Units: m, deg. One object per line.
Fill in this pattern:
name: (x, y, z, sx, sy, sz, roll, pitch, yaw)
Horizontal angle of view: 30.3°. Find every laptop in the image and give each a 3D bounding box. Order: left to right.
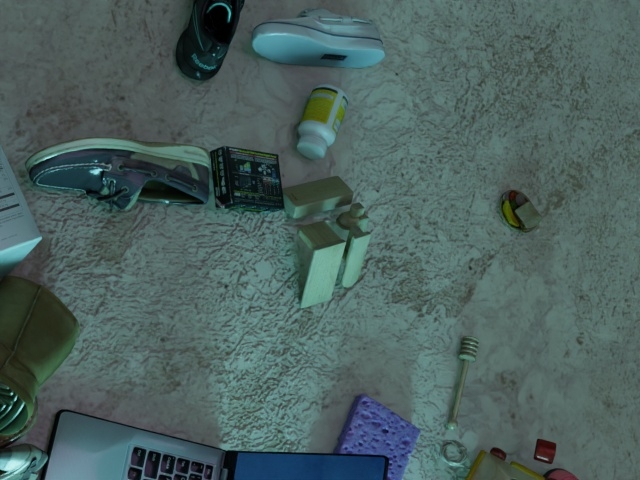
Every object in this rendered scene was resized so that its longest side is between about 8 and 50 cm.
laptop: (-0.164, 0.436, 1.548, 0.408, 0.236, 0.381, 19, 65, -22)

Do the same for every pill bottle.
pill bottle: (0.001, -0.194, 1.946, 0.065, 0.065, 0.116, 29, 62, -18)

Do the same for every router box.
router box: (-0.114, -0.094, 1.843, 0.122, 0.038, 0.092, 6, 74, -48)

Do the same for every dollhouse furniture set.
dollhouse furniture set: (0.000, 0.000, 1.905, 0.144, 0.123, 0.151, -15, 47, -32)

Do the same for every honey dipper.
honey dipper: (0.235, 0.237, 1.955, 0.031, 0.030, 0.160, 23, 66, -21)

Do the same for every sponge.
sponge: (0.069, 0.356, 1.823, 0.117, 0.031, 0.210, 34, 61, -15)

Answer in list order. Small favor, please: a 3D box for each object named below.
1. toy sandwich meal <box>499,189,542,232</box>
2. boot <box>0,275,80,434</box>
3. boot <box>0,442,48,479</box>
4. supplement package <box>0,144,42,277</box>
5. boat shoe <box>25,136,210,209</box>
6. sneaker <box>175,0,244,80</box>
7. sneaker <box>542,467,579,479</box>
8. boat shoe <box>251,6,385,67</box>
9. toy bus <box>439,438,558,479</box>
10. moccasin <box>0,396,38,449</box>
toy sandwich meal: (0.358, -0.054, 2.117, 0.086, 0.029, 0.085, 9, 70, -26)
boot: (-0.431, 0.110, 1.509, 0.236, 0.089, 0.269, 49, 14, -16)
boot: (-0.418, 0.313, 1.557, 0.087, 0.118, 0.042, 26, 26, -55)
supplement package: (-0.525, -0.063, 1.535, 0.198, 0.199, 0.262, -22, 85, -32)
boat shoe: (-0.288, -0.092, 1.735, 0.285, 0.103, 0.092, -1, 69, -35)
sneaker: (-0.158, -0.386, 1.901, 0.101, 0.106, 0.267, 17, 65, -22)
sneaker: (0.470, 0.510, 1.929, 0.116, 0.136, 0.313, -25, 87, -33)
boat shoe: (-0.009, -0.348, 1.986, 0.258, 0.095, 0.084, 3, 68, -39)
toy bus: (0.299, 0.414, 1.885, 0.191, 0.104, 0.202, -10, 58, -10)
moccasin: (-0.539, 0.218, 1.466, 0.380, 0.147, 0.139, 5, 70, -28)
